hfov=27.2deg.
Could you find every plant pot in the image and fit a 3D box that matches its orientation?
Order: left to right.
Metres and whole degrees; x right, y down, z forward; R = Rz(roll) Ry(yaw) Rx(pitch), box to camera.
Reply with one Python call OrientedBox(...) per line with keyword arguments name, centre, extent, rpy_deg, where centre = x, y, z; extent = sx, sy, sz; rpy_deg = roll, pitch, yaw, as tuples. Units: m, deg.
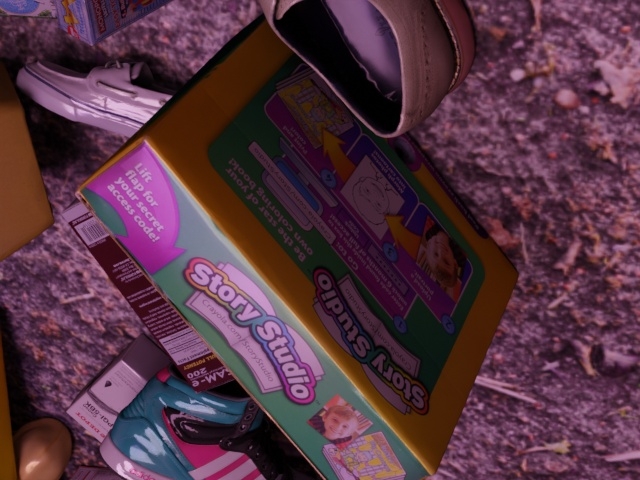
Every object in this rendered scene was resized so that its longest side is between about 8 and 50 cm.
OrientedBox(name="plant pot", centre=(-0.389, -0.077, 1.360), extent=(0.187, 0.212, 0.212), rpy_deg=(-17, 120, -13))

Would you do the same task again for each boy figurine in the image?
OrientedBox(name="boy figurine", centre=(-0.413, 0.324, 1.719), extent=(0.177, 0.092, 0.285), rpy_deg=(36, 128, -1))

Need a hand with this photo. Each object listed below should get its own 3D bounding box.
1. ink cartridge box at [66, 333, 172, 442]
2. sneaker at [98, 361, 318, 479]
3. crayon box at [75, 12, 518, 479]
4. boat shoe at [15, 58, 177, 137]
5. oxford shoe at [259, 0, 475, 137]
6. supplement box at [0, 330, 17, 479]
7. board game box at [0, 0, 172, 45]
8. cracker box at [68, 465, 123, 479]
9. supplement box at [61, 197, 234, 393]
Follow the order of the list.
OrientedBox(name="ink cartridge box", centre=(-0.222, 0.189, 1.566), extent=(0.099, 0.056, 0.135), rpy_deg=(42, 127, -7))
OrientedBox(name="sneaker", centre=(-0.078, 0.213, 1.483), extent=(0.295, 0.124, 0.178), rpy_deg=(23, 106, -24))
OrientedBox(name="crayon box", centre=(0.000, 0.000, 1.180), extent=(0.106, 0.313, 0.363), rpy_deg=(-31, 104, 36))
OrientedBox(name="boat shoe", centre=(-0.193, -0.147, 1.333), extent=(0.226, 0.083, 0.076), rpy_deg=(22, 105, 3))
OrientedBox(name="oxford shoe", centre=(-0.011, -0.265, 1.118), extent=(0.140, 0.146, 0.397), rpy_deg=(-31, 104, 36))
OrientedBox(name="supplement box", centre=(-0.499, 0.279, 1.581), extent=(0.194, 0.195, 0.357), rpy_deg=(2, 101, 31))
OrientedBox(name="board game box", centre=(-0.206, -0.242, 1.191), extent=(0.194, 0.194, 0.060), rpy_deg=(6, 123, 20))
OrientedBox(name="cracker box", centre=(-0.203, 0.372, 1.671), extent=(0.232, 0.067, 0.156), rpy_deg=(1, 120, 25))
OrientedBox(name="supplement box", centre=(-0.147, 0.024, 1.378), extent=(0.073, 0.130, 0.239), rpy_deg=(-23, 110, 33))
